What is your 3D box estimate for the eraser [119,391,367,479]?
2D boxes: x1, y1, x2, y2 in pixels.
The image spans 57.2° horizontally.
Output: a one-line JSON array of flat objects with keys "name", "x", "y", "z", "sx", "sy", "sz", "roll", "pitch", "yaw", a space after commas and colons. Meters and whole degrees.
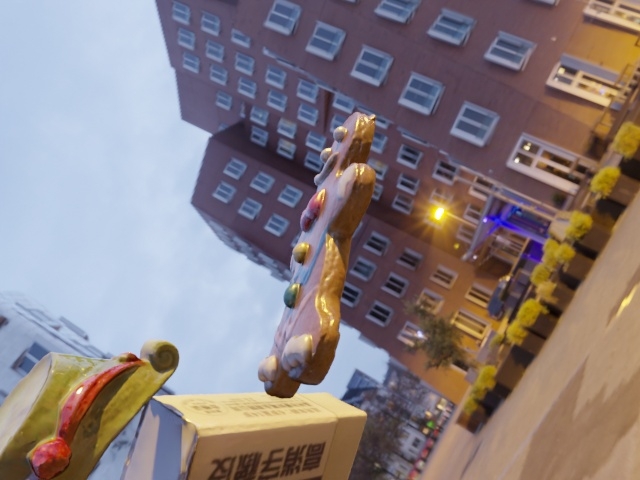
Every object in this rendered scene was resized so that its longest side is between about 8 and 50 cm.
[{"name": "eraser", "x": -0.054, "y": 0.188, "z": 0.466, "sx": 0.210, "sy": 0.068, "sz": 0.125, "roll": 17, "pitch": -90, "yaw": -52}]

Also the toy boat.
[{"name": "toy boat", "x": -0.153, "y": 0.124, "z": 0.334, "sx": 0.071, "sy": 0.089, "sz": 0.185, "roll": 45, "pitch": -124, "yaw": -28}]

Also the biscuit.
[{"name": "biscuit", "x": -0.001, "y": 0.000, "z": 0.394, "sx": 0.138, "sy": 0.031, "sz": 0.205, "roll": 128, "pitch": 160, "yaw": -64}]
